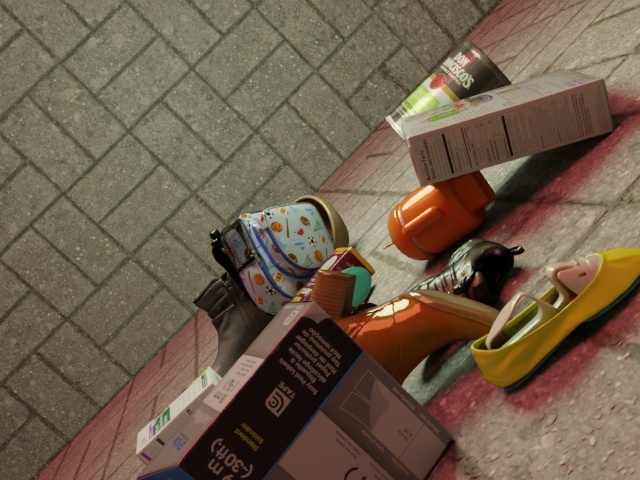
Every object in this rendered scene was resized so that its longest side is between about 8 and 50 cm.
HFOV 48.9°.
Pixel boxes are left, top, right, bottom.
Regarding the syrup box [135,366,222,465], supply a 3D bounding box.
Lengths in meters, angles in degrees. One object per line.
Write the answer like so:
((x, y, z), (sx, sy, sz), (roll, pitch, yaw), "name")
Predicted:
((-0.304, 0.413, 1.604), (0.237, 0.096, 0.093), (-43, 18, 0), "syrup box")

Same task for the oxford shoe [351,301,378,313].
((0.038, 0.206, 1.218), (0.227, 0.083, 0.096), (-46, -12, 3), "oxford shoe")

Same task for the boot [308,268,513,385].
((0.102, 0.167, 0.960), (0.104, 0.295, 0.211), (-2, -77, -68), "boot")

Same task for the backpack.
((-0.087, 0.044, 1.735), (0.276, 0.263, 0.213), (-15, -12, -42), "backpack")

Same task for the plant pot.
((0.000, 0.000, 1.895), (0.109, 0.237, 0.237), (3, -26, -39), "plant pot")

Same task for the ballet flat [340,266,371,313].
((0.029, 0.146, 1.442), (0.087, 0.083, 0.247), (-55, -1, 41), "ballet flat")

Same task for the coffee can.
((0.330, -0.330, 1.766), (0.275, 0.201, 0.201), (-43, 10, 13), "coffee can")

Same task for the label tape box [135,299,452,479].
((-0.044, 0.270, 0.786), (0.334, 0.240, 0.106), (-49, 13, -18), "label tape box")

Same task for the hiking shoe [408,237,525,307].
((0.194, 0.081, 1.015), (0.227, 0.086, 0.114), (-49, 10, -13), "hiking shoe")

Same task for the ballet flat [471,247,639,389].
((0.264, 0.072, 0.795), (0.231, 0.077, 0.077), (-44, 10, 7), "ballet flat")

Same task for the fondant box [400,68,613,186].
((0.318, -0.210, 1.272), (0.330, 0.096, 0.238), (-15, 16, 8), "fondant box")

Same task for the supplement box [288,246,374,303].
((0.021, 0.108, 1.600), (0.188, 0.081, 0.104), (-48, 11, -14), "supplement box")

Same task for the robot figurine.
((0.217, -0.046, 1.314), (0.219, 0.128, 0.158), (-38, 28, 30), "robot figurine")

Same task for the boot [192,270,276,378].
((-0.253, 0.226, 1.818), (0.338, 0.223, 0.118), (-48, 11, -16), "boot")
